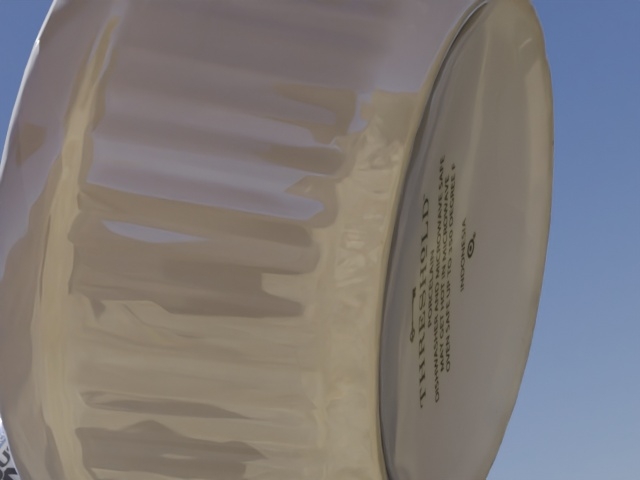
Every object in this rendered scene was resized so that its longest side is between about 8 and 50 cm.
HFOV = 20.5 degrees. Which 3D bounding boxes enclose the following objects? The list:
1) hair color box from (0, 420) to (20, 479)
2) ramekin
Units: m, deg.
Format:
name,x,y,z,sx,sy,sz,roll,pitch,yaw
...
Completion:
name,x,y,z,sx,sy,sz,roll,pitch,yaw
hair color box,-0.043,0.206,1.094,0.110,0.339,0.185,-56,-40,-25
ramekin,0.000,0.000,0.668,0.127,0.272,0.273,9,-5,20
